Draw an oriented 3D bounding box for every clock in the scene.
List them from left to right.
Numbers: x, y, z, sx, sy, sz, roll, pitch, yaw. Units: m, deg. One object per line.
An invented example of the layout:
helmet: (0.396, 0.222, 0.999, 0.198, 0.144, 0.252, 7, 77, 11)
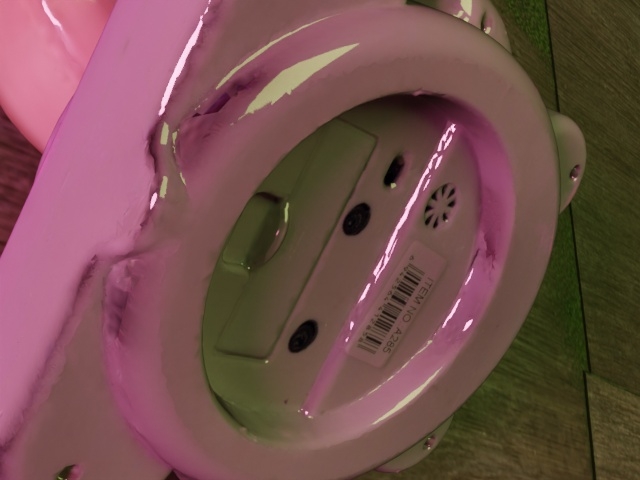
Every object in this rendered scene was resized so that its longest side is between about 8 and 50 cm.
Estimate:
clock: (0.000, 0.000, 0.465, 0.322, 0.113, 0.295, 18, 101, -49)

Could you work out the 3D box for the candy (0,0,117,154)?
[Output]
candy: (-0.082, -0.128, 0.542, 0.255, 0.094, 0.255, 23, 57, -42)
